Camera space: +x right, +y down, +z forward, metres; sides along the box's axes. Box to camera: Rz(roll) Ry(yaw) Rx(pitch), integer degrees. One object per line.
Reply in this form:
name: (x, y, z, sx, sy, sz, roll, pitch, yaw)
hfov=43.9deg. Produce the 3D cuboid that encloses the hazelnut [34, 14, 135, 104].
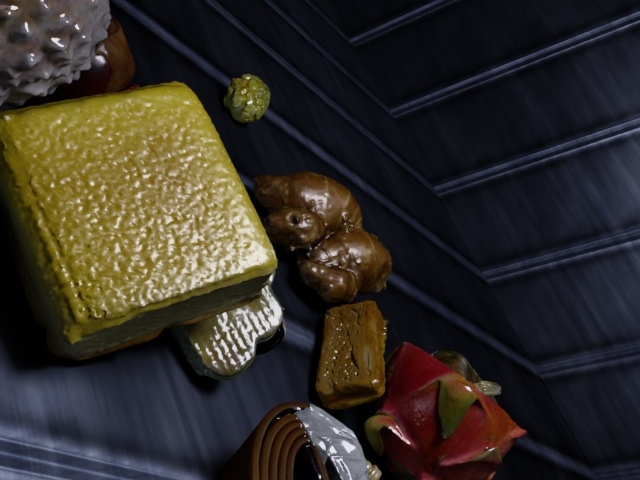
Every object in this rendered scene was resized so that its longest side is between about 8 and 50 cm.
hazelnut: (-0.388, -0.286, 1.274, 0.160, 0.170, 0.202, 50, 12, -8)

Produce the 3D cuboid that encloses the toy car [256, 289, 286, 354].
toy car: (-0.126, 0.100, 1.374, 0.210, 0.089, 0.108, 57, 11, 15)

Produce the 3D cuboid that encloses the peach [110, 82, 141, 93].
peach: (-0.276, -0.145, 1.312, 0.154, 0.159, 0.267, 51, 12, 16)

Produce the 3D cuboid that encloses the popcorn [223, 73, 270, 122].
popcorn: (-0.177, -0.336, 1.899, 0.106, 0.116, 0.121, 112, -42, -62)

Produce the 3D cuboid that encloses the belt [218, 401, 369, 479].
belt: (-0.023, 0.380, 1.058, 0.217, 0.122, 0.339, 19, 35, -29)

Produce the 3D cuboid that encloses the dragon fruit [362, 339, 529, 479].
dragon fruit: (0.206, 0.363, 1.494, 0.305, 0.226, 0.305, 37, -9, 7)

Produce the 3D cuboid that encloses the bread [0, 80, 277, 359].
bread: (-0.257, -0.039, 1.071, 0.323, 0.143, 0.333, -16, 73, -34)

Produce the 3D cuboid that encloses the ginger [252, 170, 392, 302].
ginger: (-0.005, -0.009, 1.720, 0.274, 0.152, 0.357, -30, 84, -49)

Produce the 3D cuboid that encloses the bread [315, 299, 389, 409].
bread: (0.066, 0.217, 1.533, 0.271, 0.139, 0.077, -84, 160, -62)

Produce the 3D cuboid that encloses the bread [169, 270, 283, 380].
bread: (-0.163, 0.075, 1.256, 0.207, 0.056, 0.286, -19, 75, -33)

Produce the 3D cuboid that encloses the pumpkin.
pumpkin: (0.314, 0.362, 1.767, 0.260, 0.189, 0.260, 45, 24, -27)

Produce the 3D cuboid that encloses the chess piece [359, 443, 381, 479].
chess piece: (0.086, 0.420, 1.393, 0.172, 0.060, 0.060, 52, 21, -1)

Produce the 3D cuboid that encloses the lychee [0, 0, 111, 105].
lychee: (-0.446, -0.334, 0.955, 0.380, 0.380, 0.432, 51, 37, -11)
